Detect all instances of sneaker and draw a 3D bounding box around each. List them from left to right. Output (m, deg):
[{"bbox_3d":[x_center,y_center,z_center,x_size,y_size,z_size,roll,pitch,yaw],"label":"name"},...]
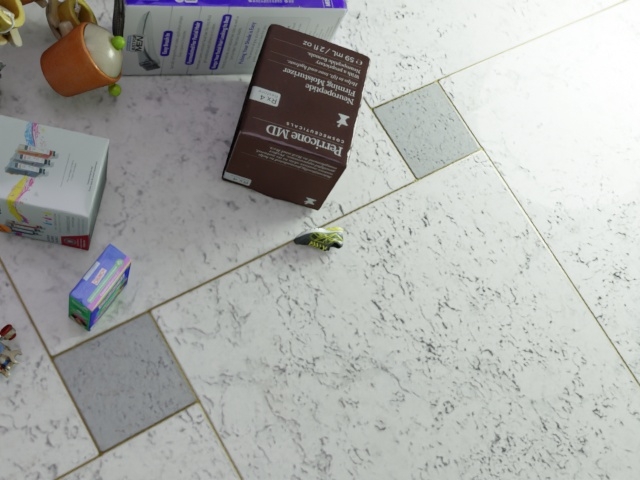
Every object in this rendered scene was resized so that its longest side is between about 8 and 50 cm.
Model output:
[{"bbox_3d":[0.000,0.000,1.302,0.083,0.031,0.035,-8,72,-19],"label":"sneaker"}]

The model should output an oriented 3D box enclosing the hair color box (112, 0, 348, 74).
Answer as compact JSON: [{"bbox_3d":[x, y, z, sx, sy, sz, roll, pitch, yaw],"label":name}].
[{"bbox_3d":[-0.149,-0.352,1.315,0.339,0.185,0.110,-6,70,-19],"label":"hair color box"}]

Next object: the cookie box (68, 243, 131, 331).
[{"bbox_3d":[-0.303,0.066,1.143,0.040,0.107,0.092,34,64,-1],"label":"cookie box"}]

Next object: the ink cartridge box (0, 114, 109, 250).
[{"bbox_3d":[-0.397,-0.081,1.163,0.176,0.128,0.127,13,66,-10],"label":"ink cartridge box"}]

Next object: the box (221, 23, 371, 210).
[{"bbox_3d":[-0.038,-0.187,1.290,0.169,0.167,0.203,17,65,-10],"label":"box"}]

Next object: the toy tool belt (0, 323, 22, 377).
[{"bbox_3d":[-0.426,0.158,1.109,0.083,0.052,0.051,-50,120,-23],"label":"toy tool belt"}]

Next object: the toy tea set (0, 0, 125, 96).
[{"bbox_3d":[-0.387,-0.343,1.163,0.124,0.336,0.200,-21,63,17],"label":"toy tea set"}]

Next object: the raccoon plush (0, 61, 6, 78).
[{"bbox_3d":[-0.661,-0.258,1.125,0.446,0.216,0.299,-38,75,-25],"label":"raccoon plush"}]
